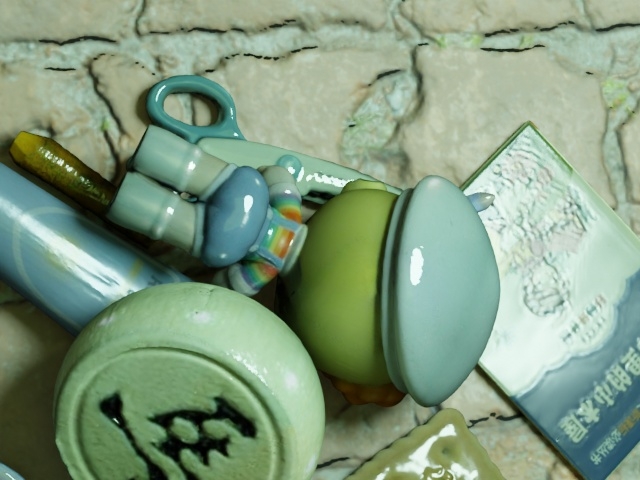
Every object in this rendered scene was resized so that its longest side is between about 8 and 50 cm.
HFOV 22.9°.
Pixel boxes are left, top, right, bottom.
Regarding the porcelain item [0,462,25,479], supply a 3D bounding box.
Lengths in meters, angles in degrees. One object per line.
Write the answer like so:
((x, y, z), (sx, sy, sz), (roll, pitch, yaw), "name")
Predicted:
((-0.324, 0.267, 1.429), (0.147, 0.114, 0.147), (2, 84, -14), "porcelain item")

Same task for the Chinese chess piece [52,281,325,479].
((-0.120, 0.161, 1.437), (0.250, 0.101, 0.250), (5, 115, 11), "Chinese chess piece")

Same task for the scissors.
((-0.044, -0.072, 1.576), (0.289, 0.041, 0.138), (16, 75, -10), "scissors")

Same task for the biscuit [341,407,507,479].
((0.141, 0.348, 1.563), (0.217, 0.044, 0.325), (-34, 91, -13), "biscuit")

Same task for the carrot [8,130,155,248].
((-0.225, -0.049, 1.532), (0.170, 0.042, 0.042), (36, 76, -6), "carrot")

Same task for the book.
((0.250, 0.064, 1.637), (0.322, 0.018, 0.228), (46, 76, -3), "book")

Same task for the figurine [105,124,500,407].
((-0.013, 0.028, 1.467), (0.381, 0.205, 0.225), (11, 81, -12), "figurine")

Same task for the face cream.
((-0.251, 0.016, 1.499), (0.385, 0.086, 0.135), (36, 68, -11), "face cream")
